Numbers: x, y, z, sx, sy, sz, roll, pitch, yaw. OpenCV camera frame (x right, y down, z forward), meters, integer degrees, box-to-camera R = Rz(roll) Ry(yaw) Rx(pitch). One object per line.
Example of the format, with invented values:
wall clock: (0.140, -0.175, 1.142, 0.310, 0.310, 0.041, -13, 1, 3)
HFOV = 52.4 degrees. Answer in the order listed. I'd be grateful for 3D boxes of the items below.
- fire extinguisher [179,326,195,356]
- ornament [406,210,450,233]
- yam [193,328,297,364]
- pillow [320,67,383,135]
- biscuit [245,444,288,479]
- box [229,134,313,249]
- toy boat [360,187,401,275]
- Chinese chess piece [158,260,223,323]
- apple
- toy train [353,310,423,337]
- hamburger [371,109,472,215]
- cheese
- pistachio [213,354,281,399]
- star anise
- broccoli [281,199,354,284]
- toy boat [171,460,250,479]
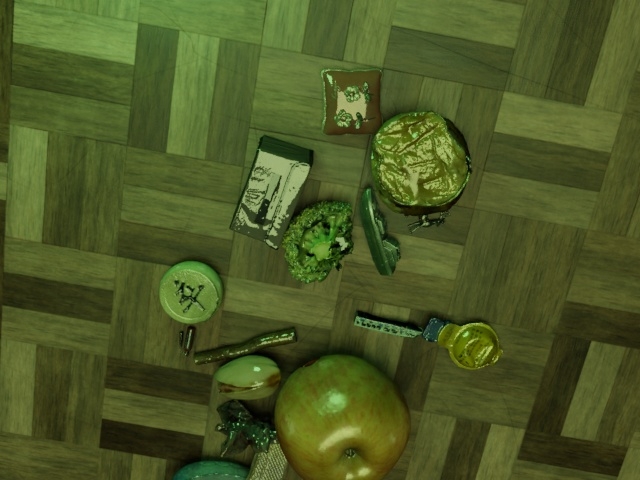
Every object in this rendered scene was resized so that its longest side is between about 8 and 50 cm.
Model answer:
fire extinguisher: (-0.413, 0.309, 1.984, 0.046, 0.032, 0.100, 11, 101, -13)
ornament: (0.307, -0.067, 1.853, 0.125, 0.028, 0.073, -12, 106, 7)
yam: (-0.230, 0.325, 1.977, 0.326, 0.045, 0.045, -15, 137, 7)
pillow: (0.086, -0.369, 1.743, 0.171, 0.075, 0.179, -1, 106, 1)
biscuit: (-0.167, 0.718, 2.039, 0.108, 0.062, 0.239, 23, 80, -13)
box: (-0.134, -0.138, 1.767, 0.153, 0.188, 0.252, 20, 109, -7)
toy boat: (0.170, -0.027, 1.841, 0.085, 0.078, 0.261, -10, 108, 23)
Chinese chess piece: (-0.379, 0.153, 1.911, 0.188, 0.083, 0.189, 1, 109, 2)
apple: (0.063, 0.528, 1.875, 0.391, 0.346, 0.392, -1, 109, -3)
toy train: (0.203, 0.255, 1.943, 0.207, 0.043, 0.047, 13, 107, -2)
hamburger: (0.271, -0.206, 1.759, 0.265, 0.134, 0.285, -7, 101, 6)
cheese: (0.424, 0.300, 1.936, 0.250, 0.064, 0.157, 25, 104, -10)
pistachio: (-0.216, 0.415, 1.954, 0.215, 0.144, 0.144, -14, 106, 16)
star anise: (-0.217, 0.567, 1.953, 0.198, 0.257, 0.111, 5, 101, -8)
broccoli: (0.001, -0.002, 1.807, 0.226, 0.176, 0.198, -28, 120, 32)
toy boat: (-0.324, 0.809, 2.105, 0.329, 0.123, 0.215, 11, 103, -14)
